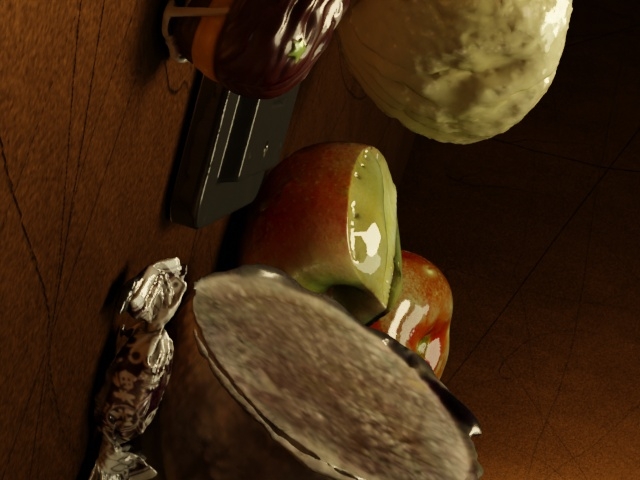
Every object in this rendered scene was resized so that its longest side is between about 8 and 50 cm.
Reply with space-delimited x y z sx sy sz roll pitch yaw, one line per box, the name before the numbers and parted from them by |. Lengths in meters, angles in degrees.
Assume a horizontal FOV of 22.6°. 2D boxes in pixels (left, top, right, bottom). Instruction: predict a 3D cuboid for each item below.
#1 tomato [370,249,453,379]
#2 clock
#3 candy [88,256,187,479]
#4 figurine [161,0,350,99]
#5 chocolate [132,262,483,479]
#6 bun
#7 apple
tomato | 0.067 0.137 2.378 0.270 0.223 0.270 -40 139 -48
clock | -0.049 -0.151 1.359 0.279 0.049 0.273 -41 147 -78
candy | -0.143 0.121 1.205 0.094 0.051 0.226 -45 150 -72
figurine | -0.023 -0.213 1.112 0.174 0.116 0.240 88 19 -73
chocolate | -0.036 0.191 1.382 0.213 0.303 0.303 -54 -178 22
bun | 0.118 -0.280 1.643 0.349 0.227 0.352 -101 -170 -46
apple | 0.000 0.000 1.643 0.207 0.174 0.188 94 -7 -52
